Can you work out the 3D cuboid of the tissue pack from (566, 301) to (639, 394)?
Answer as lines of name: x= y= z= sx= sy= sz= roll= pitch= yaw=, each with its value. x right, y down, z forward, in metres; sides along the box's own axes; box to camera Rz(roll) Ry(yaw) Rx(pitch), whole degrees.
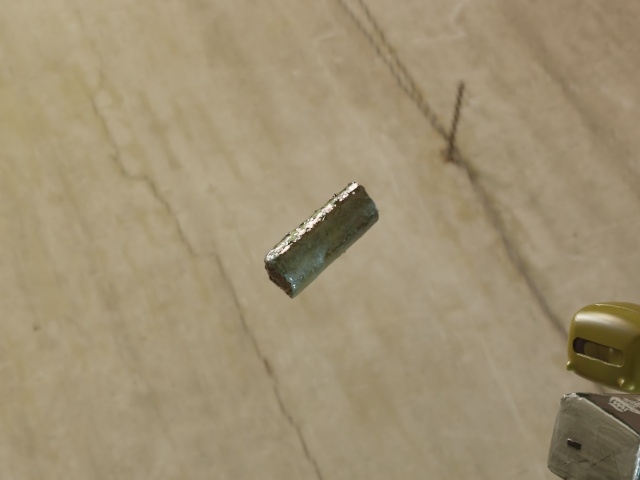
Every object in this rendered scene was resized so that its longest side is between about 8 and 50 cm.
tissue pack: x=0.446 y=0.158 z=1.853 sx=0.178 sy=0.127 sz=0.123 roll=16 pitch=-70 yaw=54

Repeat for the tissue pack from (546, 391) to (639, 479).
tissue pack: x=0.302 y=0.193 z=1.171 sx=0.103 sy=0.170 sz=0.090 roll=27 pitch=-74 yaw=47

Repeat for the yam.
yam: x=0.000 y=0.000 z=1.245 sx=0.054 sy=0.132 sz=0.054 roll=37 pitch=-27 yaw=23
